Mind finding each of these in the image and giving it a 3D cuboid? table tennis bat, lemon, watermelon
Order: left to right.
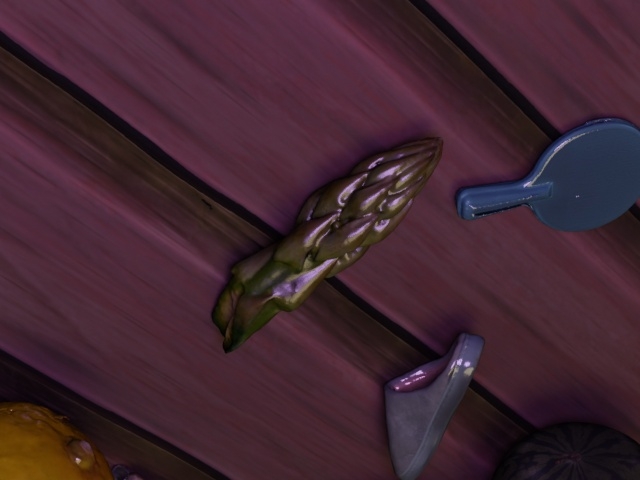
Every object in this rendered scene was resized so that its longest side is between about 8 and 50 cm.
[{"bbox_3d":[-0.304,0.271,1.437,0.263,0.236,0.236,-21,131,6],"label":"lemon"},{"bbox_3d":[0.223,-0.053,1.491,0.201,0.033,0.124,-13,128,-13],"label":"table tennis bat"},{"bbox_3d":[0.276,0.300,1.676,0.212,0.212,0.212,-10,130,-12],"label":"watermelon"}]

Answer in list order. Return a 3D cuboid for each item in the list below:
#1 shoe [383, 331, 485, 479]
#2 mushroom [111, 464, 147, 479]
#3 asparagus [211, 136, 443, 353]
[{"bbox_3d":[0.103,0.160,1.606,0.078,0.079,0.195,29,129,4],"label":"shoe"},{"bbox_3d":[-0.137,0.280,1.617,0.061,0.060,0.187,-46,124,7],"label":"mushroom"},{"bbox_3d":[0.000,0.000,1.428,0.287,0.080,0.080,-38,130,12],"label":"asparagus"}]
